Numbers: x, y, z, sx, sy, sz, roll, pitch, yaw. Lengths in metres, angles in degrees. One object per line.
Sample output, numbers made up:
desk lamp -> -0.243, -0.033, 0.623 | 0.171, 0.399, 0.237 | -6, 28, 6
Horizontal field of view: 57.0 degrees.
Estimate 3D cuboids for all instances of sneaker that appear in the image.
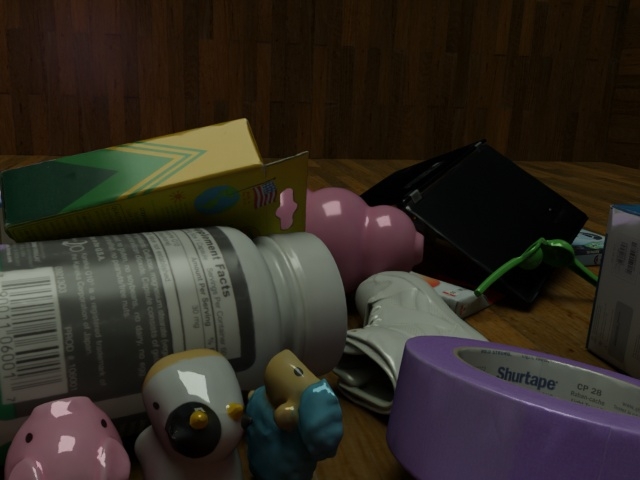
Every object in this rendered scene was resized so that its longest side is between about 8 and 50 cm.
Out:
sneaker -> 0.075, 0.115, 0.747 | 0.169, 0.108, 0.292 | -1, 17, -24

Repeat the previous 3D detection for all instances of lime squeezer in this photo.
lime squeezer -> 0.378, 0.049, 1.003 | 0.310, 0.110, 0.059 | 4, -13, -22

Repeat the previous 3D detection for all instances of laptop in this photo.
laptop -> 0.263, -0.034, 1.217 | 0.408, 0.236, 0.382 | -16, 13, 43

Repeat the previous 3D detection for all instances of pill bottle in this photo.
pill bottle -> -0.167, 0.091, 0.617 | 0.361, 0.204, 0.204 | -5, 17, -28

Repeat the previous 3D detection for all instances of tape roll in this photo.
tape roll -> 0.198, 0.159, 0.501 | 0.274, 0.090, 0.275 | 12, 2, 0

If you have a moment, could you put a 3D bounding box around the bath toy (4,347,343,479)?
bath toy -> -0.157, 0.171, 0.417 | 0.348, 0.151, 0.129 | -9, 4, -31

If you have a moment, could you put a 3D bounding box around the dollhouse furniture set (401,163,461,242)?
dollhouse furniture set -> 0.276, -0.107, 1.484 | 0.242, 0.161, 0.212 | -7, 18, -31

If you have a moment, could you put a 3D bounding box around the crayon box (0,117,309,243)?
crayon box -> -0.176, -0.029, 0.705 | 0.318, 0.202, 0.081 | -15, 59, -14

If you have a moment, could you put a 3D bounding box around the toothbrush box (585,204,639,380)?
toothbrush box -> 0.537, 0.066, 0.792 | 0.295, 0.216, 0.126 | -2, 16, -12

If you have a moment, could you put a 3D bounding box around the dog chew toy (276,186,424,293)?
dog chew toy -> 0.000, 0.000, 0.959 | 0.331, 0.207, 0.206 | 4, 15, 10

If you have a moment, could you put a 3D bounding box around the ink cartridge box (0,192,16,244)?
ink cartridge box -> -0.579, -0.058, 1.234 | 0.223, 0.129, 0.307 | -10, 19, -36

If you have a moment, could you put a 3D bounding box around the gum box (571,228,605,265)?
gum box -> 0.567, 0.010, 1.328 | 0.157, 0.041, 0.184 | -2, 15, -18

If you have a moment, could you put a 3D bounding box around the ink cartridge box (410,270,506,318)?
ink cartridge box -> 0.219, 0.081, 1.016 | 0.145, 0.045, 0.179 | 17, 23, 41
